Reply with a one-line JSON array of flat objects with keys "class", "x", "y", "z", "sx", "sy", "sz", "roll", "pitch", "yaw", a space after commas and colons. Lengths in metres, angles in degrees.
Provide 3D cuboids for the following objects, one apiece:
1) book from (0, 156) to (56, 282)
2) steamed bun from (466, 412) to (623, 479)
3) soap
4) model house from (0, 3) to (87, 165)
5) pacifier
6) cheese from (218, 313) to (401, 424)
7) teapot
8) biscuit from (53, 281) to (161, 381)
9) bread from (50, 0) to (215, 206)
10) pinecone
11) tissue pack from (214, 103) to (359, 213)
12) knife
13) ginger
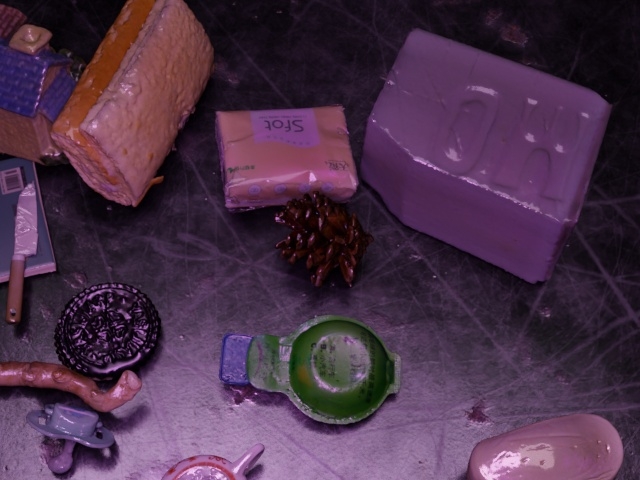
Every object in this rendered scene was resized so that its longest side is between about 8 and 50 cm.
[{"class": "book", "x": -0.706, "y": -0.015, "z": 1.850, "sx": 0.379, "sy": 0.031, "sz": 0.264, "roll": -13, "pitch": 63, "yaw": -10}, {"class": "steamed bun", "x": 0.366, "y": 0.383, "z": 1.607, "sx": 0.250, "sy": 0.200, "sz": 0.154, "roll": -15, "pitch": 65, "yaw": -8}, {"class": "soap", "x": 0.307, "y": -0.175, "z": 1.899, "sx": 0.435, "sy": 0.213, "sz": 0.350, "roll": 23, "pitch": 64, "yaw": 10}, {"class": "model house", "x": -0.583, "y": -0.334, "z": 1.888, "sx": 0.321, "sy": 0.266, "sz": 0.261, "roll": 19, "pitch": 60, "yaw": 10}, {"class": "pacifier", "x": -0.426, "y": 0.332, "z": 1.657, "sx": 0.150, "sy": 0.127, "sz": 0.116, "roll": 16, "pitch": 100, "yaw": -24}, {"class": "cheese", "x": -0.016, "y": 0.220, "z": 1.737, "sx": 0.320, "sy": 0.083, "sz": 0.204, "roll": 5, "pitch": 64, "yaw": -3}, {"class": "teapot", "x": -0.182, "y": 0.421, "z": 1.606, "sx": 0.159, "sy": 0.116, "sz": 0.245, "roll": 31, "pitch": 66, "yaw": 26}, {"class": "biscuit", "x": -0.380, "y": 0.163, "z": 1.762, "sx": 0.194, "sy": 0.053, "sz": 0.194, "roll": 2, "pitch": 61, "yaw": -3}, {"class": "bread", "x": -0.346, "y": -0.271, "z": 1.902, "sx": 0.165, "sy": 0.236, "sz": 0.375, "roll": 6, "pitch": 57, "yaw": 28}, {"class": "pinecone", "x": 0.003, "y": -0.002, "z": 1.808, "sx": 0.195, "sy": 0.179, "sz": 0.150, "roll": 40, "pitch": 90, "yaw": 2}, {"class": "tissue pack", "x": -0.069, "y": -0.158, "z": 1.914, "sx": 0.257, "sy": 0.123, "sz": 0.215, "roll": -3, "pitch": 57, "yaw": -12}, {"class": "knife", "x": -0.546, "y": 0.018, "z": 1.818, "sx": 0.047, "sy": 0.017, "sz": 0.298, "roll": -1, "pitch": 61, "yaw": -7}, {"class": "ginger", "x": -0.444, "y": 0.239, "z": 1.680, "sx": 0.288, "sy": 0.089, "sz": 0.075, "roll": 7, "pitch": 73, "yaw": 14}]
